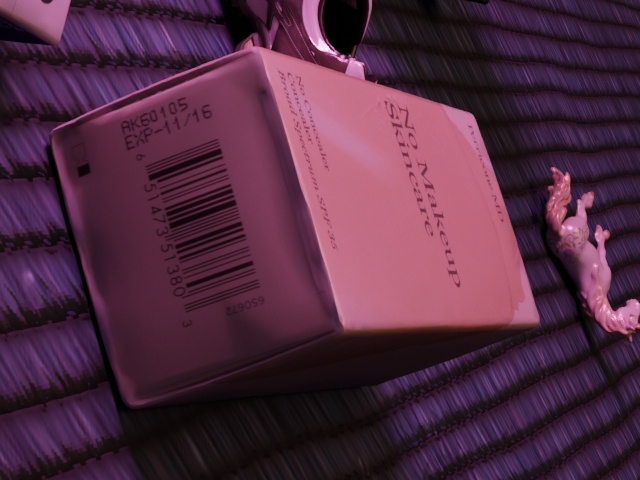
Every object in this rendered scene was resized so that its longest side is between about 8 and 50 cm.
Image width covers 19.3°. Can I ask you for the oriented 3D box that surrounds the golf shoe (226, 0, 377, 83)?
[{"bbox_3d":[-0.011,-0.149,1.145,0.077,0.094,0.198,36,38,-54],"label":"golf shoe"}]

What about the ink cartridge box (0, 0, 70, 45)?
[{"bbox_3d":[-0.157,-0.219,0.786,0.223,0.045,0.224,23,76,-62],"label":"ink cartridge box"}]

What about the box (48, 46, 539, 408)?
[{"bbox_3d":[0.000,0.000,0.997,0.311,0.121,0.148,2,69,-67],"label":"box"}]

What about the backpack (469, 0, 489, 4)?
[{"bbox_3d":[0.139,-0.339,1.440,0.276,0.263,0.213,23,50,-61],"label":"backpack"}]

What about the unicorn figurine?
[{"bbox_3d":[0.240,0.019,1.675,0.162,0.060,0.111,41,32,-23],"label":"unicorn figurine"}]
